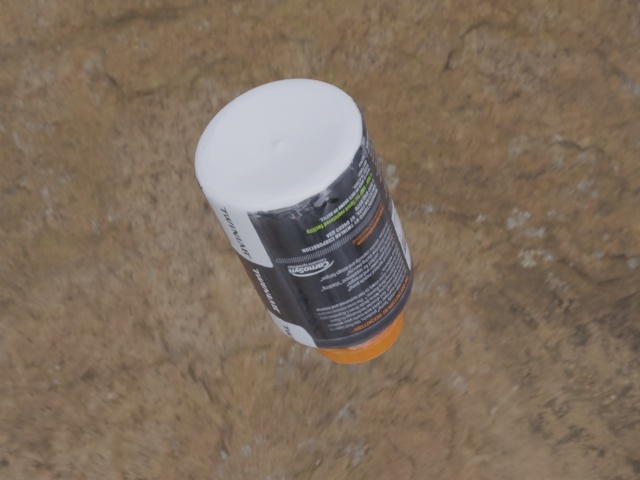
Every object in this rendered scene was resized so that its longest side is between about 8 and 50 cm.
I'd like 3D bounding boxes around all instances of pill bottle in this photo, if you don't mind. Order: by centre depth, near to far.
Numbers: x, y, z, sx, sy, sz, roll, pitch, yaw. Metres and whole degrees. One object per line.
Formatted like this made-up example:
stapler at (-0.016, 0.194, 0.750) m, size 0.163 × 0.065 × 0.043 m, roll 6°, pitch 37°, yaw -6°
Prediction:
pill bottle at (0.000, 0.000, 0.916) m, size 0.130 × 0.245 × 0.130 m, roll -10°, pitch 50°, yaw 12°
